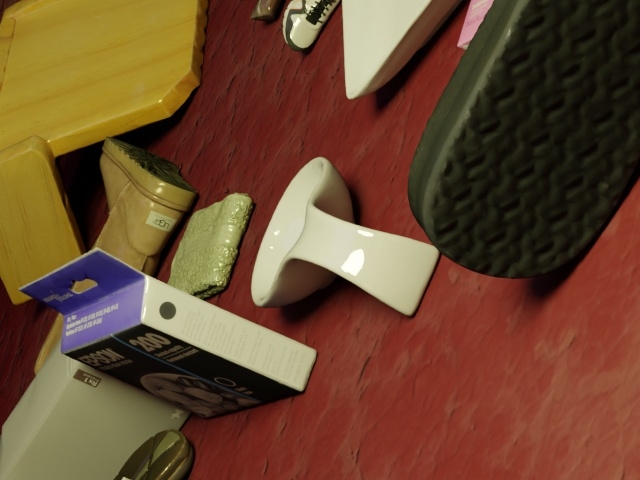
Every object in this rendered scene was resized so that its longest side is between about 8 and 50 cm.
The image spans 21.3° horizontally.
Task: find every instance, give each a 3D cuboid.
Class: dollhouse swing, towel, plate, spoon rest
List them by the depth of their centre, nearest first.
[{"bbox_3d":[0.000,0.000,1.366,0.137,0.084,0.276,-66,22,-3],"label":"spoon rest"},{"bbox_3d":[0.109,-0.286,1.470,0.277,0.045,0.278,-49,26,34],"label":"plate"},{"bbox_3d":[-0.116,0.011,1.708,0.148,0.027,0.110,-19,51,62],"label":"towel"},{"bbox_3d":[-0.269,-0.149,2.201,0.347,0.305,0.315,-90,-10,-46],"label":"dollhouse swing"}]

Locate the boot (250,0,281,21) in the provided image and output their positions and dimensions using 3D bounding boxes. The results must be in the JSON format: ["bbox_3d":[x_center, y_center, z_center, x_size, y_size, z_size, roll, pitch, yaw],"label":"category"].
[{"bbox_3d":[-0.039,-0.288,1.832,0.114,0.037,0.106,-64,8,-4],"label":"boot"}]

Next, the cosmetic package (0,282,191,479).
[{"bbox_3d":[-0.203,0.152,1.627,0.238,0.127,0.107,-57,23,25],"label":"cosmetic package"}]

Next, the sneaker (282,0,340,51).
[{"bbox_3d":[-0.003,-0.238,1.691,0.109,0.040,0.044,-65,23,3],"label":"sneaker"}]

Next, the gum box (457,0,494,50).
[{"bbox_3d":[0.175,-0.190,1.182,0.188,0.062,0.107,-20,49,62],"label":"gum box"}]

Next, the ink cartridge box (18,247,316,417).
[{"bbox_3d":[-0.139,0.083,1.431,0.206,0.208,0.045,-23,43,61],"label":"ink cartridge box"}]

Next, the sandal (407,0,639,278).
[{"bbox_3d":[0.179,-0.187,1.021,0.446,0.167,0.107,-59,26,19],"label":"sandal"}]

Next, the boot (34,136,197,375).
[{"bbox_3d":[-0.249,0.029,1.921,0.269,0.089,0.236,-64,21,8],"label":"boot"}]

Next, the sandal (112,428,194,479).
[{"bbox_3d":[-0.186,0.263,1.571,0.219,0.060,0.090,-45,31,11],"label":"sandal"}]

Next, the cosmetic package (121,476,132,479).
[{"bbox_3d":[-0.110,0.234,1.328,0.041,0.115,0.060,-60,21,15],"label":"cosmetic package"}]

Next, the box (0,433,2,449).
[{"bbox_3d":[-0.331,0.255,1.940,0.145,0.038,0.186,-51,26,34],"label":"box"}]
